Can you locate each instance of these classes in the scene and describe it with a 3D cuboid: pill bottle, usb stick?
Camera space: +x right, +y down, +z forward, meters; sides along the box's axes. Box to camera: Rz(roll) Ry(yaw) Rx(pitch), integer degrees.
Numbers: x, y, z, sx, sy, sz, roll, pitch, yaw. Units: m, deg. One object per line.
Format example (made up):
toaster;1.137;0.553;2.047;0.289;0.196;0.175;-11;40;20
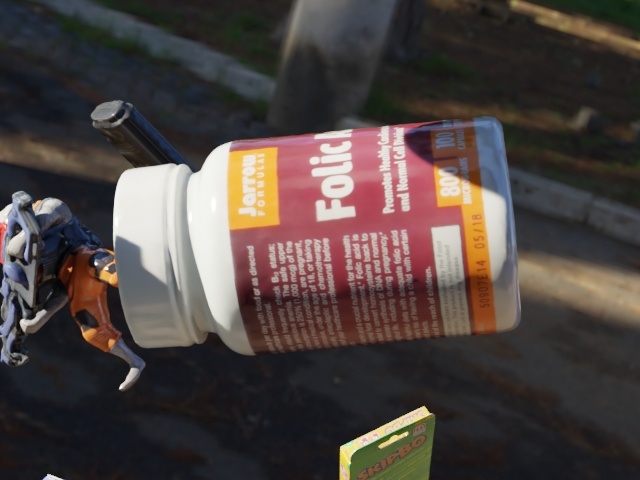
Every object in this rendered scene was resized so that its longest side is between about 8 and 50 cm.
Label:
pill bottle;0.000;0.000;1.553;0.392;0.224;0.224;-6;16;5
usb stick;-0.184;-0.077;1.940;0.077;0.045;0.278;4;-34;50

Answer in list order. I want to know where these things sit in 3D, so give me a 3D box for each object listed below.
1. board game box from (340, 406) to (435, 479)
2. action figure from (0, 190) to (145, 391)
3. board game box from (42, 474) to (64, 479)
board game box;0.084;0.304;1.958;0.124;0.259;0.039;-24;59;-17
action figure;-0.367;0.071;2.249;0.330;0.341;0.178;39;47;15
board game box;-0.313;0.457;1.696;0.141;0.232;0.291;14;46;33
